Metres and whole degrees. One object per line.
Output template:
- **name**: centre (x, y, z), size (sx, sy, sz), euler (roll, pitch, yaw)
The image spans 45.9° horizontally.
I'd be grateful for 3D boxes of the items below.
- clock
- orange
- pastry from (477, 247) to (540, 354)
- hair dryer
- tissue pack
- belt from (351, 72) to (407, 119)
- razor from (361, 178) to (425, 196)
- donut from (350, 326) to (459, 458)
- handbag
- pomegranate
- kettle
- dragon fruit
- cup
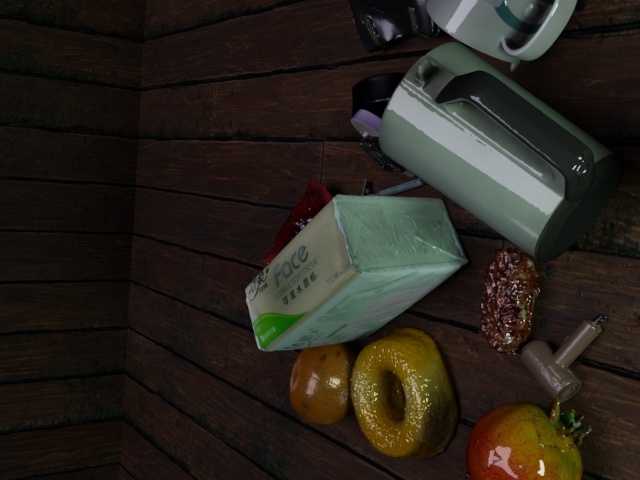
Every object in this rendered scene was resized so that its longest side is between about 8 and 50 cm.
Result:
- **clock**: centre (0.149, -0.204, 1.690), size (0.064, 0.198, 0.172), euler (-49, 23, -2)
- **orange**: centre (0.016, 0.353, 1.893), size (0.224, 0.170, 0.224), euler (-164, 90, -78)
- **pastry**: centre (0.366, 0.115, 1.467), size (0.115, 0.097, 0.208), euler (12, 100, 48)
- **hair dryer**: centre (0.455, 0.196, 1.382), size (0.181, 0.064, 0.117), euler (-57, 44, 26)
- **tissue pack**: centre (0.069, 0.077, 1.687), size (0.405, 0.332, 0.205), euler (-42, 58, 45)
- **belt**: centre (0.159, -0.320, 1.730), size (0.198, 0.151, 0.078), euler (-15, 70, 55)
- **razor**: centre (0.174, -0.120, 1.808), size (0.211, 0.036, 0.084), euler (-10, 61, 49)
- **donut**: centre (0.177, 0.350, 1.720), size (0.303, 0.110, 0.302), euler (-1, 89, 54)
- **handbag**: centre (0.176, -0.589, 1.726), size (0.342, 0.152, 0.287), euler (10, 109, 58)
- **pomegranate**: centre (0.374, 0.386, 1.363), size (0.235, 0.210, 0.210), euler (-48, 47, 11)
- **kettle**: centre (0.307, -0.174, 1.305), size (0.250, 0.361, 0.377), euler (-45, 63, -6)
- **dragon fruit**: centre (0.000, 0.000, 1.957), size (0.212, 0.134, 0.262), euler (20, 70, 39)
- **cup**: centre (0.357, -0.458, 1.385), size (0.257, 0.219, 0.289), euler (-56, 37, 36)
